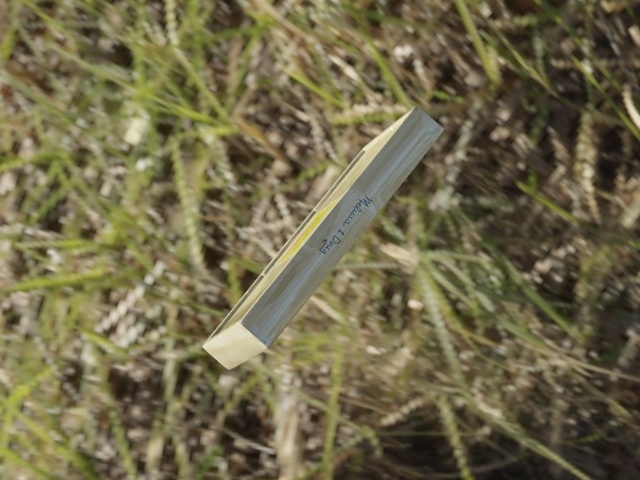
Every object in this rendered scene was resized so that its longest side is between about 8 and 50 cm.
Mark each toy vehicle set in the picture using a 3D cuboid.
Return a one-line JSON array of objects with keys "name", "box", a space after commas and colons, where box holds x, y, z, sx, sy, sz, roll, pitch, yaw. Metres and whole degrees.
[{"name": "toy vehicle set", "box": [0.000, 0.000, 1.679, 0.035, 0.166, 0.267, 40, 73, -5]}]
